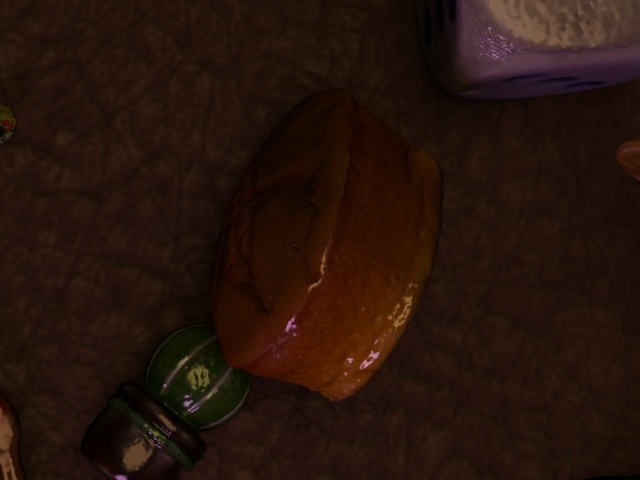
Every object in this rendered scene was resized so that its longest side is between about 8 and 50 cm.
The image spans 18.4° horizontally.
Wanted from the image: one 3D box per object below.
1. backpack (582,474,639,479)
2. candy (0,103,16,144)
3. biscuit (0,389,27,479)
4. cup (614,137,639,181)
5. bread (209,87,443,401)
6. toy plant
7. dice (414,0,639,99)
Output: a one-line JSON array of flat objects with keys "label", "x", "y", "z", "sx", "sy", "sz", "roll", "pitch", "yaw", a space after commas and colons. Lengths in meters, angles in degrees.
[{"label": "backpack", "x": 0.281, "y": 0.255, "z": 1.641, "sx": 0.165, "sy": 0.106, "sz": 0.120, "roll": 4, "pitch": 89, "yaw": -12}, {"label": "candy", "x": -0.288, "y": -0.132, "z": 1.627, "sx": 0.035, "sy": 0.035, "sz": 0.123, "roll": -16, "pitch": 74, "yaw": -53}, {"label": "biscuit", "x": -0.377, "y": 0.266, "z": 1.561, "sx": 0.359, "sy": 0.074, "sz": 0.381, "roll": 31, "pitch": 84, "yaw": -7}, {"label": "cup", "x": 0.378, "y": -0.032, "z": 1.606, "sx": 0.178, "sy": 0.256, "sz": 0.255, "roll": -41, "pitch": 93, "yaw": -11}, {"label": "bread", "x": 0.000, "y": 0.000, "z": 1.554, "sx": 0.143, "sy": 0.195, "sz": 0.269, "roll": 28, "pitch": 38, "yaw": -15}, {"label": "toy plant", "x": -0.116, "y": 0.132, "z": 1.595, "sx": 0.093, "sy": 0.093, "sz": 0.162, "roll": 43, "pitch": 78, "yaw": -3}, {"label": "dice", "x": 0.184, "y": -0.222, "z": 1.626, "sx": 0.192, "sy": 0.193, "sz": 0.194, "roll": -4, "pitch": 87, "yaw": -11}]
